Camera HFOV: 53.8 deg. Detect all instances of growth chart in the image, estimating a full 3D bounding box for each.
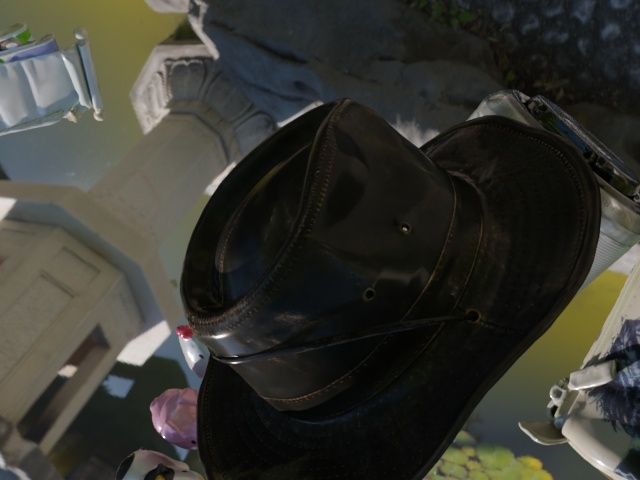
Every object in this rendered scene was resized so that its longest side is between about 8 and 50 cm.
[{"bbox_3d":[-0.363,-0.173,0.706,0.021,0.237,0.172,60,153,24],"label":"growth chart"}]

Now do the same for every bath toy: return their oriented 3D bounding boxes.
[{"bbox_3d":[-0.200,0.264,0.880,0.151,0.348,0.129,9,157,28],"label":"bath toy"}]

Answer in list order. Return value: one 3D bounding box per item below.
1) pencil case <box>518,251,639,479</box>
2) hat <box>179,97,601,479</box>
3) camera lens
[{"bbox_3d":[0.312,0.007,0.463,0.183,0.160,0.410,19,97,-9],"label":"pencil case"},{"bbox_3d":[0.000,0.000,0.418,0.331,0.331,0.134,-21,123,39],"label":"hat"},{"bbox_3d":[0.202,-0.012,0.716,0.219,0.219,0.274,36,117,-8],"label":"camera lens"}]
